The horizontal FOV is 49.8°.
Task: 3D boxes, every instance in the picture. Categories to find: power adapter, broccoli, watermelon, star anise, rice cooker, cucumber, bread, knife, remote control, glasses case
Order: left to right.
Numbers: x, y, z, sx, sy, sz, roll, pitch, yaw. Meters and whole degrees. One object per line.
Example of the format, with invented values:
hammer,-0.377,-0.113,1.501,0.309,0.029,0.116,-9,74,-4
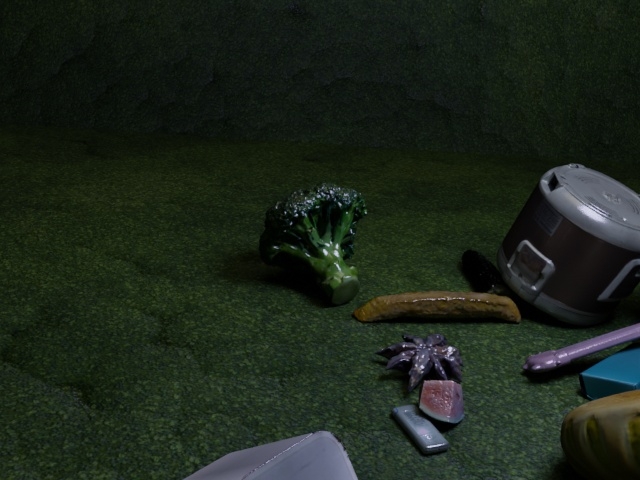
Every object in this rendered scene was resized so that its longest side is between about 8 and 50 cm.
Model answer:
power adapter,-0.100,0.336,0.860,0.255,0.124,0.187,-27,-7,43
broccoli,0.000,0.000,1.661,0.297,0.298,0.297,-10,50,-34
remote control,0.170,0.322,1.184,0.053,0.018,0.124,-3,22,-24
star anise,0.200,0.232,1.369,0.204,0.061,0.180,-15,29,-42
watermelon,0.213,0.284,1.220,0.084,0.072,0.092,-4,21,-4
cucumber,0.425,0.085,1.795,0.072,0.072,0.300,3,21,-5
rice cooker,0.611,0.023,1.660,0.335,0.325,0.335,17,33,-11
knife,0.597,0.213,1.433,0.398,0.038,0.132,-13,-7,-13
glasses case,0.652,0.262,1.391,0.301,0.070,0.117,-15,12,-38
bread,0.517,0.301,1.033,0.333,0.160,0.333,-11,-15,-3

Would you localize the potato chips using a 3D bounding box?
potato chips,0.280,0.152,1.584,0.406,0.080,0.057,1,31,-9
